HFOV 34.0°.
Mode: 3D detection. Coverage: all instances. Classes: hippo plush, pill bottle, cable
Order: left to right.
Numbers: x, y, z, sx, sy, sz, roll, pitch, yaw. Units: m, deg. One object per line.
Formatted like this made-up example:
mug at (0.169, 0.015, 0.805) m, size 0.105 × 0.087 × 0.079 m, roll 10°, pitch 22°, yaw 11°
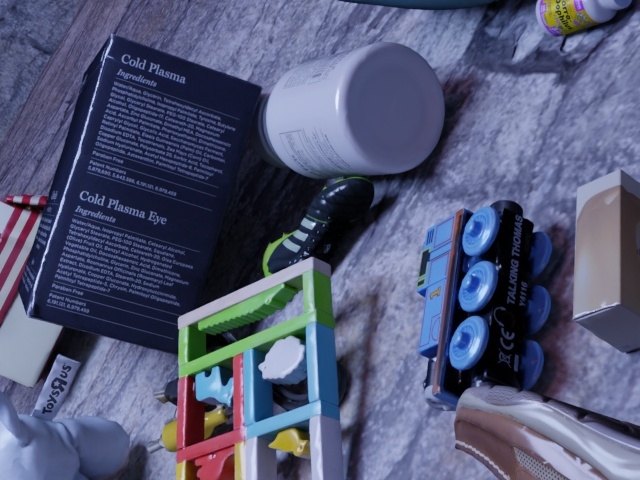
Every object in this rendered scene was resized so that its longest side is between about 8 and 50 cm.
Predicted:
hippo plush at (-0.264, 0.307, 1.125) m, size 0.236 × 0.234 × 0.294 m, roll 46°, pitch 121°, yaw 30°
cable at (-0.070, 0.148, 1.095) m, size 0.287 × 0.072 × 0.139 m, roll -14°, pitch 41°, yaw 37°
pill bottle at (0.017, -0.132, 1.120) m, size 0.229 × 0.131 × 0.131 m, roll 2°, pitch 64°, yaw 60°
pill bottle at (0.237, -0.213, 0.941) m, size 0.083 × 0.043 × 0.043 m, roll -9°, pitch 55°, yaw 55°

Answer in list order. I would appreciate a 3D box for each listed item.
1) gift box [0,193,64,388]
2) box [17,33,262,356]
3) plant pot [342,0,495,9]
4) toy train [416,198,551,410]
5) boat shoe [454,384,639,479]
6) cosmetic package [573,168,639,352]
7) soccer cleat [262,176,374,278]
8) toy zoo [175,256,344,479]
gift box at (-0.451, 0.060, 1.568) m, size 0.258 × 0.276 × 0.255 m, roll -67°, pitch 16°, yaw -7°
box at (-0.230, -0.051, 1.262) m, size 0.343 × 0.179 × 0.312 m, roll -172°, pitch 97°, yaw -72°
plant pot at (0.124, -0.364, 1.035) m, size 0.235 × 0.293 × 0.293 m, roll 30°, pitch 88°, yaw 48°
toy train at (0.125, 0.056, 0.830) m, size 0.105 × 0.080 × 0.184 m, roll -35°, pitch 37°, yaw 52°
boat shoe at (0.168, 0.165, 0.608) m, size 0.324 × 0.123 × 0.116 m, roll 12°, pitch 83°, yaw 68°
cosmetic package at (0.214, 0.014, 0.742) m, size 0.041 × 0.060 × 0.115 m, roll -28°, pitch 42°, yaw 43°
soccer cleat at (0.000, 0.000, 1.106) m, size 0.179 × 0.060 × 0.072 m, roll -43°, pitch 41°, yaw 39°
toy zoo at (-0.062, 0.179, 0.981) m, size 0.192 × 0.030 × 0.293 m, roll -25°, pitch 55°, yaw 35°
